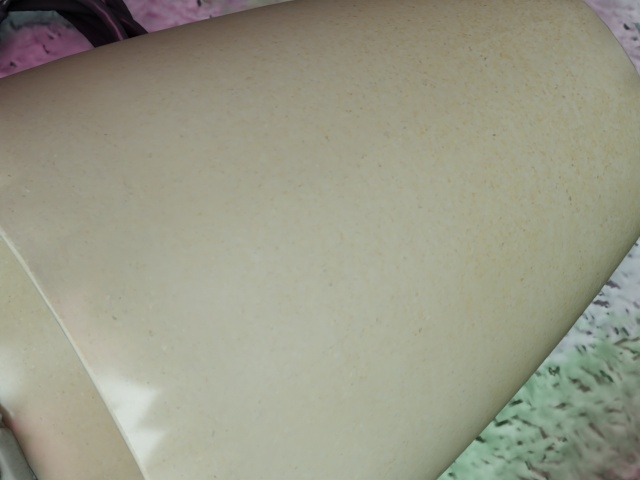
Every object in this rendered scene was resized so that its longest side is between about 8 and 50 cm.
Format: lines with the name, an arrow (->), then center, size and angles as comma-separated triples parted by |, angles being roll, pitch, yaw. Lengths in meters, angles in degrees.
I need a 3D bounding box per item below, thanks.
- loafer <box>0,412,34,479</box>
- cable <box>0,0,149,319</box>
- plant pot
loafer -> -0.166, 0.177, 0.808 | 0.111, 0.112, 0.319 | -31, 73, 27
cable -> -0.160, -0.057, 0.919 | 0.150, 0.047, 0.185 | 21, 80, 17
plant pot -> 0.000, 0.000, 0.794 | 0.274, 0.256, 0.256 | -30, 72, -18
